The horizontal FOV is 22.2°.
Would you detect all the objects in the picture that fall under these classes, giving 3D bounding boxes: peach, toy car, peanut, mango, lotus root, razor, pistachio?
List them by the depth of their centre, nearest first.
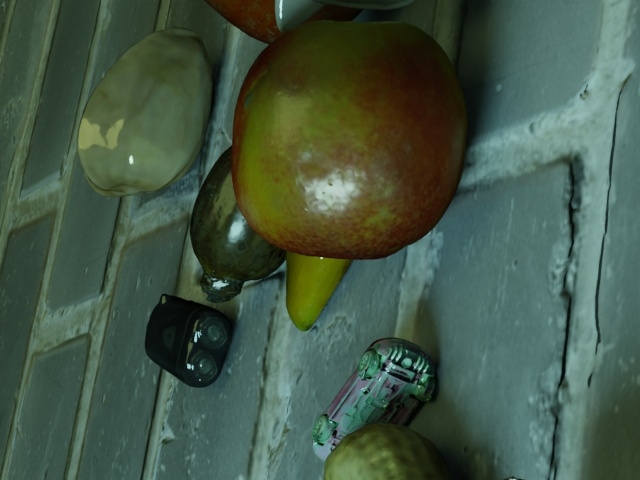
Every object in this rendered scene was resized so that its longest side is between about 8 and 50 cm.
[{"bbox_3d":[0.067,0.220,1.336,0.103,0.098,0.229,-35,30,2],"label":"peanut"},{"bbox_3d":[0.045,0.144,1.449,0.142,0.069,0.055,-57,20,27],"label":"toy car"},{"bbox_3d":[0.023,-0.089,1.473,0.231,0.231,0.231,-39,41,46],"label":"peach"},{"bbox_3d":[0.000,0.000,1.631,0.101,0.066,0.187,49,125,60],"label":"mango"},{"bbox_3d":[-0.079,-0.028,1.737,0.209,0.120,0.120,-65,28,12],"label":"lotus root"},{"bbox_3d":[-0.149,0.112,1.837,0.148,0.054,0.090,16,88,64],"label":"razor"},{"bbox_3d":[-0.216,-0.157,2.024,0.157,0.157,0.229,-12,51,59],"label":"pistachio"}]

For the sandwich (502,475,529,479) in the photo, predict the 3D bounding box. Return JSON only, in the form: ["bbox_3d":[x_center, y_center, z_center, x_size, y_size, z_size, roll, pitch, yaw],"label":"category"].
[{"bbox_3d":[0.156,0.274,1.086,0.117,0.144,0.187,-41,40,48],"label":"sandwich"}]

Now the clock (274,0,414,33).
[{"bbox_3d":[0.033,-0.348,1.477,0.324,0.265,0.108,-44,30,2],"label":"clock"}]

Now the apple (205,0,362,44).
[{"bbox_3d":[-0.039,-0.327,1.728,0.253,0.254,0.253,-39,41,46],"label":"apple"}]
